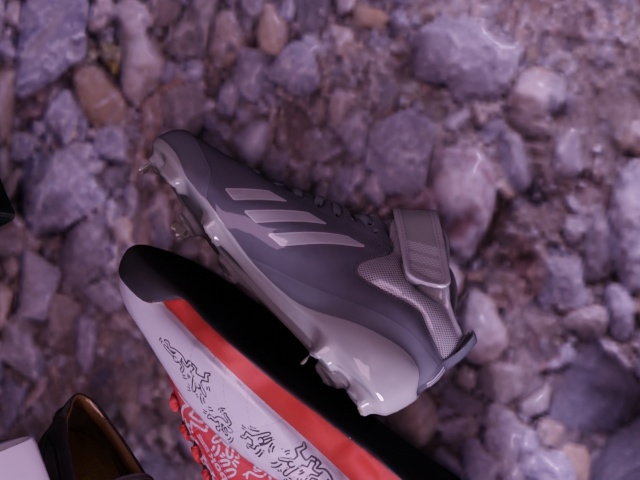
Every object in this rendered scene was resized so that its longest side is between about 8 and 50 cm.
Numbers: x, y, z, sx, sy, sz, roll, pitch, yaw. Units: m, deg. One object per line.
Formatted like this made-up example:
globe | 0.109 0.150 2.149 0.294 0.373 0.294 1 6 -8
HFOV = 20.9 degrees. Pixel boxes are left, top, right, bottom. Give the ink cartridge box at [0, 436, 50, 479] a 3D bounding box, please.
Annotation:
ink cartridge box | -0.184 0.251 0.938 0.115 0.198 0.273 -19 91 -26

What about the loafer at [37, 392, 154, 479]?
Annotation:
loafer | -0.111 0.152 0.946 0.170 0.062 0.061 43 126 39

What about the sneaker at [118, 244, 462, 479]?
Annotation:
sneaker | -0.038 0.134 0.942 0.270 0.090 0.145 40 104 7

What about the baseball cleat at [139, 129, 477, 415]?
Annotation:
baseball cleat | 0.000 0.000 0.935 0.109 0.072 0.206 -38 71 -12

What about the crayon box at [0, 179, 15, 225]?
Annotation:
crayon box | -0.361 -0.042 0.995 0.318 0.081 0.202 -23 84 7
